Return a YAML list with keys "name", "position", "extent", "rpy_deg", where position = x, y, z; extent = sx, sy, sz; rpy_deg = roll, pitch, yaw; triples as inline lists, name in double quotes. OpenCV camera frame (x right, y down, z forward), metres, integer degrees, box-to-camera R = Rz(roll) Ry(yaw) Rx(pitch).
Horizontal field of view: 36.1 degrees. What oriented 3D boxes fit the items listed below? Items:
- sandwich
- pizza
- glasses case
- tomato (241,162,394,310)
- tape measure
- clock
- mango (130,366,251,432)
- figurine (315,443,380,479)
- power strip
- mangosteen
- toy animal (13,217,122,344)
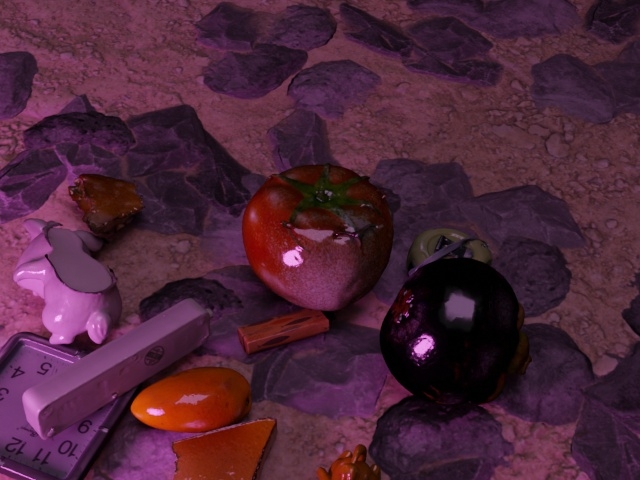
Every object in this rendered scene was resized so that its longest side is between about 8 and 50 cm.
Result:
- name: "sandwich"
  position: [-0.178, 0.377, 1.700]
  extent: [0.162, 0.058, 0.193]
  rpy_deg: [15, 49, 10]
- name: "pizza"
  position: [-0.450, -0.069, 2.088]
  extent: [0.147, 0.069, 0.226]
  rpy_deg: [0, 34, -29]
- name: "glasses case"
  position: [-0.072, 0.177, 1.913]
  extent: [0.170, 0.041, 0.064]
  rpy_deg: [-15, 31, -18]
- name: "tomato"
  position: [0.000, 0.000, 1.945]
  extent: [0.303, 0.239, 0.303]
  rpy_deg: [3, 39, -2]
- name: "tape measure"
  position: [0.265, 0.049, 2.020]
  extent: [0.175, 0.106, 0.200]
  rpy_deg: [27, 48, 15]
- name: "clock"
  position: [-0.492, 0.302, 1.747]
  extent: [0.273, 0.049, 0.279]
  rpy_deg: [18, 46, 12]
- name: "mango"
  position: [-0.230, 0.282, 1.756]
  extent: [0.217, 0.102, 0.141]
  rpy_deg: [-6, 41, -14]
- name: "figurine"
  position: [0.038, 0.418, 1.637]
  extent: [0.121, 0.122, 0.176]
  rpy_deg: [23, 48, 13]
- name: "power strip"
  position: [-0.347, 0.216, 1.752]
  extent: [0.385, 0.091, 0.062]
  rpy_deg: [-31, 53, -33]
- name: "mangosteen"
  position: [0.270, 0.179, 1.816]
  extent: [0.302, 0.275, 0.275]
  rpy_deg: [27, 41, -23]
- name: "toy animal"
  position: [-0.487, 0.064, 1.902]
  extent: [0.208, 0.154, 0.325]
  rpy_deg: [15, 34, -22]
